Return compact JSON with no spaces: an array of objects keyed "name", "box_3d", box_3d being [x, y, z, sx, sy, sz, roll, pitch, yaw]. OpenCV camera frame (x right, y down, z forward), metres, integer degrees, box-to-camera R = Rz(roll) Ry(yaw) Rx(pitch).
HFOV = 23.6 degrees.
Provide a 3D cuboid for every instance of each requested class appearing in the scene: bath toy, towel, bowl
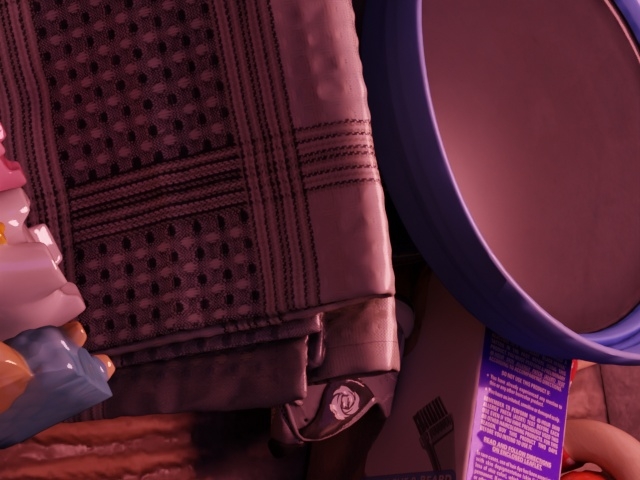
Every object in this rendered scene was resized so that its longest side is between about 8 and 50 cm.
[{"name":"bath toy","box_3d":[-0.247,-0.035,0.906,0.129,0.151,0.348,-27,60,-3]},{"name":"towel","box_3d":[-0.112,-0.045,0.989,0.056,0.312,0.324,17,64,-73]},{"name":"bowl","box_3d":[0.186,-0.095,1.143,0.391,0.077,0.391,14,68,-38]}]

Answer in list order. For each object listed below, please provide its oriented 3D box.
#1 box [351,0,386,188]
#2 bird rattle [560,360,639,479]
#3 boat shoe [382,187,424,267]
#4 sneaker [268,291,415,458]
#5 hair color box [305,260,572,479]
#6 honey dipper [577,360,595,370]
[{"name":"box","box_3d":[-0.011,-0.188,1.175,0.296,0.182,0.294,1,78,-41]},{"name":"bird rattle","box_3d":[0.193,0.218,1.245,0.143,0.207,0.254,37,66,-49]},{"name":"boat shoe","box_3d":[0.000,0.000,1.168,0.183,0.066,0.066,3,53,-1]},{"name":"sneaker","box_3d":[-0.047,0.088,1.109,0.228,0.086,0.132,9,80,-9]},{"name":"hair color box","box_3d":[0.083,0.167,1.163,0.110,0.185,0.339,26,63,-33]},{"name":"honey dipper","box_3d":[0.239,0.112,1.411,0.160,0.030,0.030,-15,89,-44]}]
